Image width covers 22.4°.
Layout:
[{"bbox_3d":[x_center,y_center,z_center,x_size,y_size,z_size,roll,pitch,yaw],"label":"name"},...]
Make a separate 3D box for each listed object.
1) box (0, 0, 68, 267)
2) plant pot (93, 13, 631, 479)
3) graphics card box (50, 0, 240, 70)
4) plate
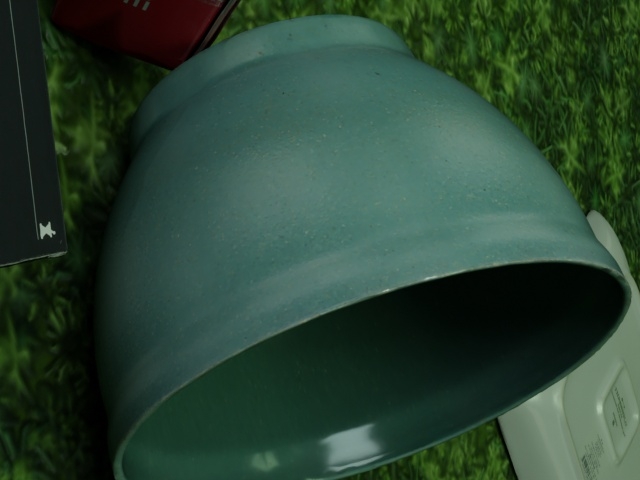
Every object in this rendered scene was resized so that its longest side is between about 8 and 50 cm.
[{"bbox_3d":[-0.218,-0.107,0.697,0.184,0.103,0.261,-13,99,-54],"label":"box"},{"bbox_3d":[0.000,0.000,0.905,0.293,0.293,0.196,19,45,-55],"label":"plant pot"},{"bbox_3d":[-0.040,-0.303,0.867,0.094,0.233,0.371,18,69,-13],"label":"graphics card box"},{"bbox_3d":[0.254,0.156,1.469,0.278,0.045,0.277,-51,130,-45],"label":"plate"}]
